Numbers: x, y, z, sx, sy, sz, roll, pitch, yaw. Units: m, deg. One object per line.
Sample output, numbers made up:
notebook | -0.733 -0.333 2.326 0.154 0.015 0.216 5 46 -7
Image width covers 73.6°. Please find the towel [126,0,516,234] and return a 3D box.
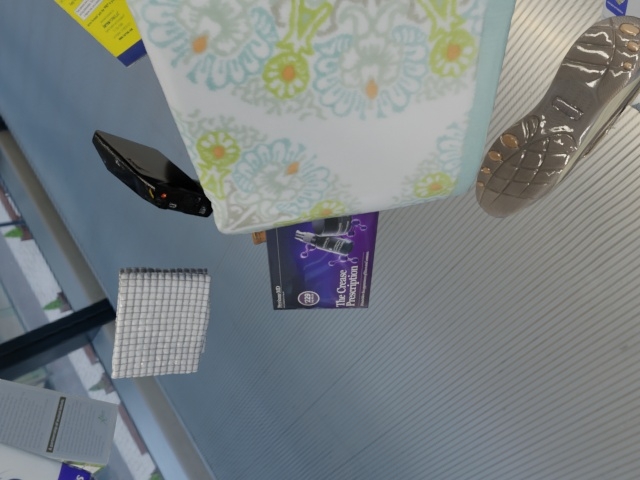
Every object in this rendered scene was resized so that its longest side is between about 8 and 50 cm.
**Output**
towel | 0.012 -0.167 0.419 0.375 0.320 0.090 81 -179 -47

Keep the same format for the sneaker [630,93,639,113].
sneaker | 0.699 -0.229 0.838 0.086 0.228 0.132 -50 49 46

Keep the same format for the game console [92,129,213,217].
game console | -0.219 -0.101 0.800 0.213 0.361 0.044 37 104 33

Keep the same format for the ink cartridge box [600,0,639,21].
ink cartridge box | 0.537 -0.448 0.685 0.065 0.333 0.166 -18 50 13

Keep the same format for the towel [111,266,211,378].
towel | -0.424 0.213 1.145 0.121 0.234 0.284 26 110 59

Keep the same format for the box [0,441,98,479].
box | -0.214 0.191 0.245 0.137 0.126 0.072 10 134 10

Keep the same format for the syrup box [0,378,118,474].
syrup box | -0.414 0.257 0.576 0.093 0.236 0.096 -39 39 23

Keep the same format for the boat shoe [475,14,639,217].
boat shoe | 0.405 -0.173 0.707 0.132 0.130 0.355 61 139 31

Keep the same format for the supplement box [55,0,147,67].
supplement box | -0.366 -0.498 0.674 0.195 0.356 0.194 2 58 45

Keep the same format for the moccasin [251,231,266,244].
moccasin | -0.263 -0.170 1.481 0.146 0.139 0.380 -22 106 -2

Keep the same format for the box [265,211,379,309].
box | 0.000 0.000 0.750 0.184 0.103 0.261 0 130 1
